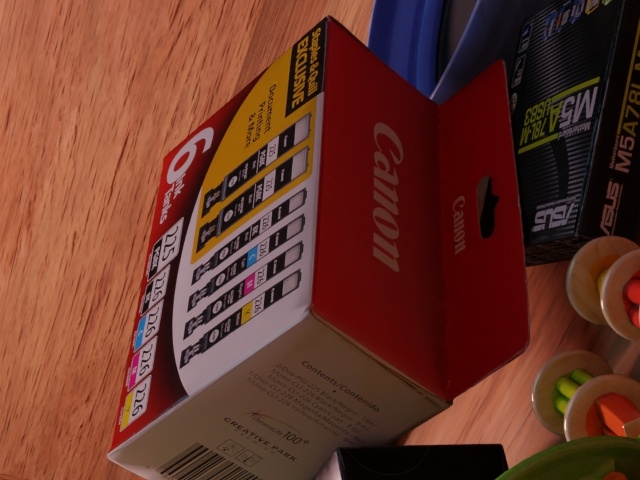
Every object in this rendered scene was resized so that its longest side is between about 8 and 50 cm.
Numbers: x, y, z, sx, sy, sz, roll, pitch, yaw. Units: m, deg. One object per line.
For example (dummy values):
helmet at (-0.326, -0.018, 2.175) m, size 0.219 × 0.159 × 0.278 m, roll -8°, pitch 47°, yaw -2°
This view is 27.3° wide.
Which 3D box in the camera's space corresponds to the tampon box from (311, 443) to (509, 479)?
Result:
tampon box at (0.049, 0.213, 0.873) m, size 0.161 × 0.120 × 0.101 m, roll 119°, pitch 146°, yaw -53°

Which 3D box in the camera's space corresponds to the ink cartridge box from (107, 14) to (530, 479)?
ink cartridge box at (0.000, 0.000, 0.935) m, size 0.272 × 0.130 × 0.309 m, roll -37°, pitch 32°, yaw 31°

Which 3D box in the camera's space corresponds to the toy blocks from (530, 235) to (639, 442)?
toy blocks at (0.170, 0.066, 0.693) m, size 0.148 × 0.054 × 0.123 m, roll -144°, pitch 69°, yaw -77°

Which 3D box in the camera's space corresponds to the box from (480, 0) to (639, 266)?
box at (0.168, -0.078, 0.886) m, size 0.190 × 0.045 × 0.184 m, roll 163°, pitch 122°, yaw -77°

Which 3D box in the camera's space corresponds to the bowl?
bowl at (0.137, -0.262, 1.156) m, size 0.391 × 0.077 × 0.391 m, roll -166°, pitch 90°, yaw -77°

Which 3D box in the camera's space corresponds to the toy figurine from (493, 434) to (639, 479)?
toy figurine at (0.156, 0.169, 0.555) m, size 0.173 × 0.130 × 0.159 m, roll -33°, pitch 39°, yaw -2°
